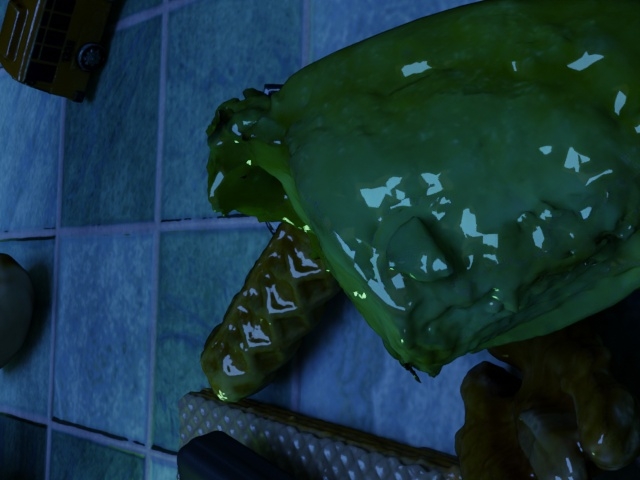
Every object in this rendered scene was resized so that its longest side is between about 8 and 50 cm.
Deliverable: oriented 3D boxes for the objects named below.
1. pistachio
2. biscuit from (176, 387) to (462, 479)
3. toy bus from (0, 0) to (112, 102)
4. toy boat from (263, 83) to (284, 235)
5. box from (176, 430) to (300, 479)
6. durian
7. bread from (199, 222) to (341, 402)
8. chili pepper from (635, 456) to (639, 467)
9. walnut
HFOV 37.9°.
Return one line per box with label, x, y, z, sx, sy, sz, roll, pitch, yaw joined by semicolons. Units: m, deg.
pistachio;-0.457;0.103;1.255;0.215;0.144;0.144;-55;49;39
biscuit;-0.010;0.195;0.786;0.379;0.054;0.094;5;90;49
toy bus;-0.318;-0.279;1.136;0.098;0.114;0.201;45;119;42
toy boat;-0.028;-0.068;0.832;0.055;0.060;0.141;6;97;25
box;-0.046;0.281;0.764;0.160;0.050;0.230;20;124;44
durian;0.101;-0.033;0.559;0.340;0.204;0.256;-21;34;7
bread;-0.001;-0.001;0.776;0.077;0.084;0.367;33;117;-3
chili pepper;0.229;0.129;0.526;0.153;0.041;0.050;20;122;53
walnut;0.144;0.115;0.583;0.170;0.069;0.143;-114;41;-66
